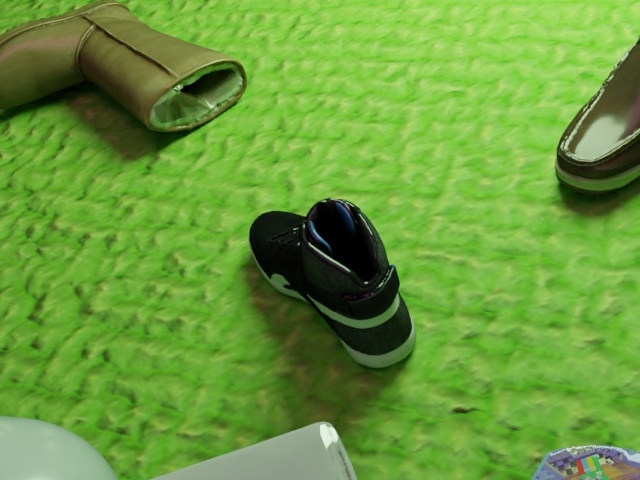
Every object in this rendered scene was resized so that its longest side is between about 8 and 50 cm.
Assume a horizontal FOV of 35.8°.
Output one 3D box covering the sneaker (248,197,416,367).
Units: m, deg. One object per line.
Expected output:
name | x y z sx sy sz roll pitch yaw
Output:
sneaker | 0.000 0.000 0.821 0.079 0.121 0.217 -32 43 -17

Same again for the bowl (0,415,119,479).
bowl | -0.251 0.183 0.605 0.297 0.134 0.298 -15 11 3

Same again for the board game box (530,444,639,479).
board game box | 0.175 0.190 0.618 0.133 0.033 0.169 19 53 35

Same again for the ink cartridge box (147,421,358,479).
ink cartridge box | -0.049 0.247 0.426 0.226 0.306 0.131 -19 40 -2

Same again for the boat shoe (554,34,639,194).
boat shoe | 0.297 -0.147 0.899 0.095 0.095 0.257 25 57 38

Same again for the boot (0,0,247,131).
boot | -0.254 -0.189 1.146 0.236 0.089 0.269 -36 45 -20
